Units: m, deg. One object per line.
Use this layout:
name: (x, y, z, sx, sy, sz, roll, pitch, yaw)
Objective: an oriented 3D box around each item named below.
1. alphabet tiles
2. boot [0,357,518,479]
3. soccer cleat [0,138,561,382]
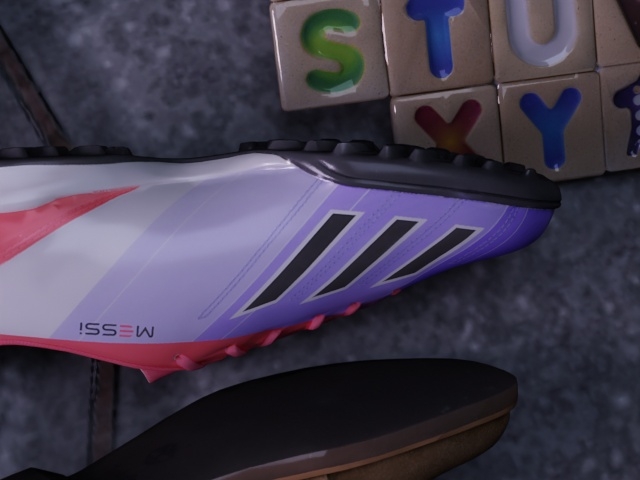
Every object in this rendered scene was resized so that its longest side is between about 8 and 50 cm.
alphabet tiles: (0.107, -0.198, 0.719, 0.285, 0.011, 0.342, -8, 102, -7)
boot: (-0.040, 0.138, 0.636, 0.305, 0.112, 0.115, -19, 102, -20)
soccer cleat: (-0.042, 0.010, 0.673, 0.318, 0.108, 0.116, -2, 94, -6)
